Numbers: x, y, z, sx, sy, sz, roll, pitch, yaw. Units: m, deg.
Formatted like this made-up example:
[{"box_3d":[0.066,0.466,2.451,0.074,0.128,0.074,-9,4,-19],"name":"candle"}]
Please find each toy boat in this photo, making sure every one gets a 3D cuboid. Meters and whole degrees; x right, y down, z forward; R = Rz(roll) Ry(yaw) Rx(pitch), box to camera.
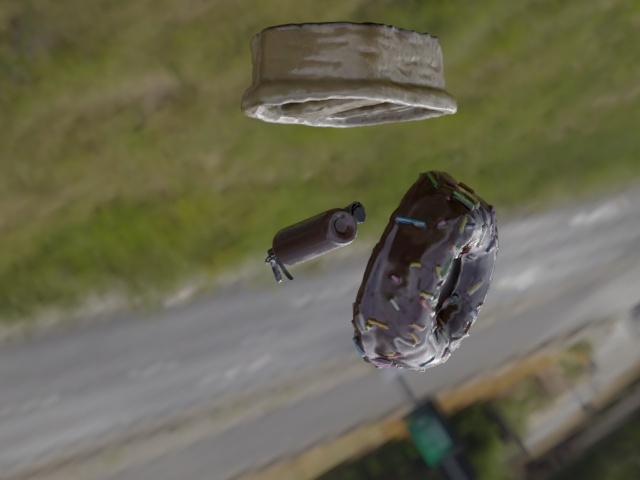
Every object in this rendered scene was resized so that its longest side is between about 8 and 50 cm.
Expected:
[{"box_3d":[0.010,-0.123,1.475,0.116,0.061,0.188,-6,176,34],"name":"toy boat"}]

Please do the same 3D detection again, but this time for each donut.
[{"box_3d":[0.123,0.041,2.194,0.235,0.089,0.235,-46,147,-42],"name":"donut"}]

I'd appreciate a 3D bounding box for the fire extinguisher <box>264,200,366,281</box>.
[{"box_3d":[-0.003,-0.006,1.243,0.046,0.032,0.100,-58,-162,-25],"name":"fire extinguisher"}]
